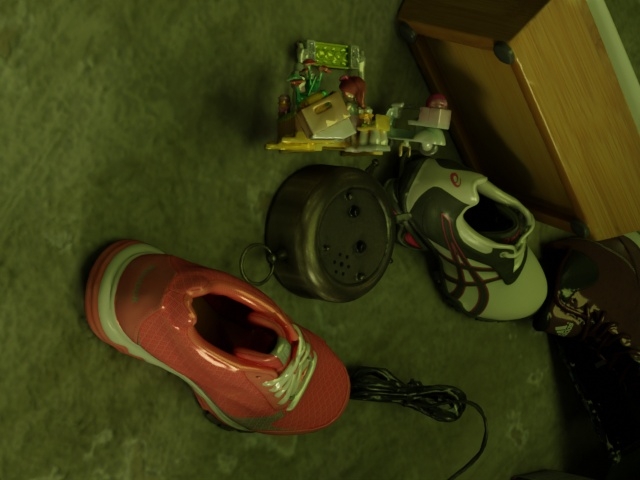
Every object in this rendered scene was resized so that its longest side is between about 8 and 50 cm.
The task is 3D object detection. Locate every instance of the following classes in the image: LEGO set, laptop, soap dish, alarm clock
[{"bbox_3d":[0.013,-0.136,1.437,0.287,0.132,0.107,2,88,-66],"label":"LEGO set"},{"bbox_3d":[0.358,0.204,1.897,0.234,0.136,0.264,-20,83,-42],"label":"laptop"},{"bbox_3d":[0.210,-0.141,1.573,0.118,0.229,0.291,-39,121,-17],"label":"soap dish"},{"bbox_3d":[0.000,0.000,1.491,0.192,0.064,0.129,-22,110,-36],"label":"alarm clock"}]

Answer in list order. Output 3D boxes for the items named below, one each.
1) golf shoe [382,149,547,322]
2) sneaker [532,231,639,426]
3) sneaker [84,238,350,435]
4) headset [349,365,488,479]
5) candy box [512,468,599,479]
[{"bbox_3d":[0.170,0.010,1.618,0.273,0.120,0.105,39,67,-41],"label":"golf shoe"},{"bbox_3d":[0.312,0.120,1.752,0.162,0.106,0.281,-4,66,-33],"label":"sneaker"},{"bbox_3d":[-0.062,0.104,1.388,0.314,0.136,0.116,33,73,-42],"label":"sneaker"},{"bbox_3d":[0.079,0.323,1.511,0.185,0.243,0.394,18,67,-17],"label":"headset"},{"bbox_3d":[0.316,0.349,1.719,0.071,0.233,0.159,-5,99,-44],"label":"candy box"}]
